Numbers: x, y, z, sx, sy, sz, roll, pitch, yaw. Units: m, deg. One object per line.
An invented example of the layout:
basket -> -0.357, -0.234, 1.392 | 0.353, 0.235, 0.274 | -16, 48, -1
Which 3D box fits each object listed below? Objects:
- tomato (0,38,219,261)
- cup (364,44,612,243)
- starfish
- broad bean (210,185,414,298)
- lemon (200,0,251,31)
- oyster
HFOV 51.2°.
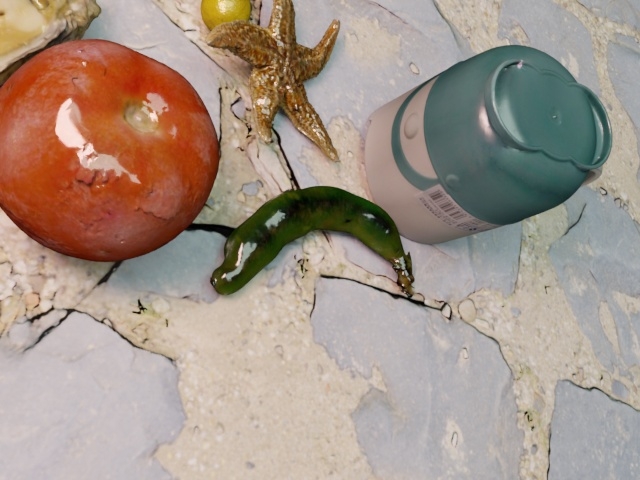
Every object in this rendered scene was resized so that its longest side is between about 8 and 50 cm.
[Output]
tomato -> -0.208, -0.079, 0.637 | 0.208, 0.184, 0.208 | 18, 61, -35
cup -> 0.231, -0.115, 0.882 | 0.290, 0.258, 0.219 | 12, 74, -28
starfish -> -0.047, -0.223, 0.838 | 0.236, 0.062, 0.277 | -26, 107, -49
broad bean -> 0.000, 0.000, 0.823 | 0.292, 0.049, 0.144 | 4, 74, -31
lemon -> -0.118, -0.287, 0.833 | 0.062, 0.062, 0.083 | 12, 67, -28
oyster -> -0.367, -0.195, 0.630 | 0.271, 0.100, 0.275 | 16, 65, -20
